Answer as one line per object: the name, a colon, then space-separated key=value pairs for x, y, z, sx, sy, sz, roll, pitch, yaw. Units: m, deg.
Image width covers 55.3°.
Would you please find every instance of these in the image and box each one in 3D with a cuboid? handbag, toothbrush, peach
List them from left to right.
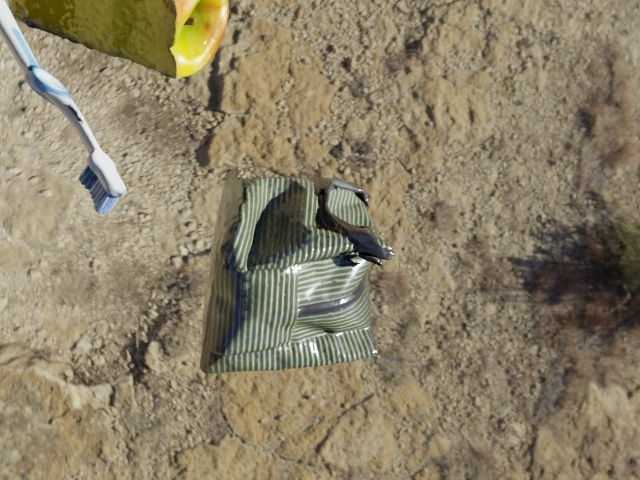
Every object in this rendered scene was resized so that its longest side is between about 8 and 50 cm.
toothbrush: x=-0.301 y=-0.176 z=0.667 sx=0.040 sy=0.040 sz=0.386 roll=-25 pitch=62 yaw=-24
peach: x=-0.321 y=-0.441 z=0.939 sx=0.380 sy=0.243 sz=0.306 roll=20 pitch=41 yaw=6
handbag: x=-0.040 y=0.032 z=0.872 sx=0.240 sy=0.341 sz=0.248 roll=7 pitch=111 yaw=-8
